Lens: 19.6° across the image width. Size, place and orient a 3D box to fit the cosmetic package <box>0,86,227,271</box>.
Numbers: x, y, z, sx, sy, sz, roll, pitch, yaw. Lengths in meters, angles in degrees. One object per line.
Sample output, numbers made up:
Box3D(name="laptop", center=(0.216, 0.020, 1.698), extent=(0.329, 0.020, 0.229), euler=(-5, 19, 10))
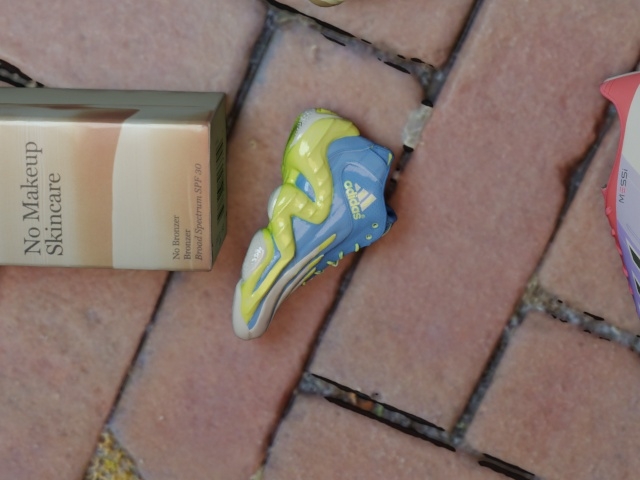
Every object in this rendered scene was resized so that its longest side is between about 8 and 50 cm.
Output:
Box3D(name="cosmetic package", center=(-0.241, -0.060, 1.757), extent=(0.296, 0.129, 0.153), euler=(0, 107, 5))

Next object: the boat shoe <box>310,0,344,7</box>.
Box3D(name="boat shoe", center=(-0.017, -0.356, 1.652), extent=(0.098, 0.109, 0.302), euler=(-11, 113, 39))

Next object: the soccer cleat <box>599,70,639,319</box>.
Box3D(name="soccer cleat", center=(0.322, -0.008, 1.756), extent=(0.116, 0.108, 0.318), euler=(6, 109, 24))

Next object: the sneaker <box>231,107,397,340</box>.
Box3D(name="sneaker", center=(0.000, 0.000, 1.777), extent=(0.126, 0.091, 0.240), euler=(20, 106, -2))
